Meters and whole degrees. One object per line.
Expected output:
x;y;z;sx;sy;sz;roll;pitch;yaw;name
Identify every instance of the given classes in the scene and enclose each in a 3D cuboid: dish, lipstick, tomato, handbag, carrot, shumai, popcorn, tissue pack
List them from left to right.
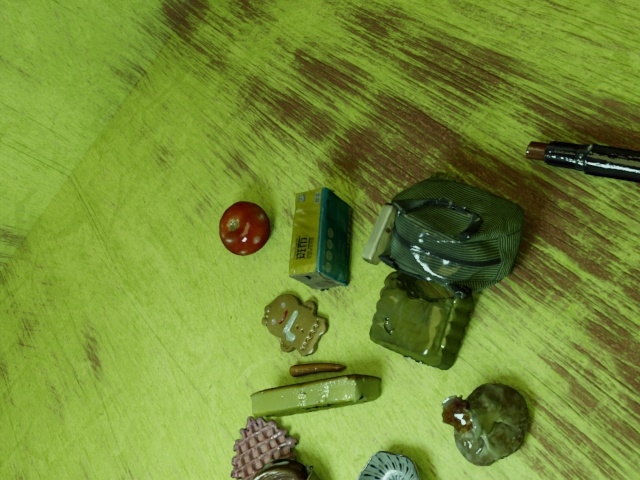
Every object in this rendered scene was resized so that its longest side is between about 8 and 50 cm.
-0.259;-0.039;1.927;0.195;0.136;0.195;-11;69;30;tomato
-0.011;0.381;1.663;0.190;0.037;0.037;-13;65;28;carrot
0.000;0.000;1.706;0.134;0.192;0.271;-7;68;30;tissue pack
0.189;0.630;1.416;0.190;0.066;0.191;-12;68;31;dish
0.322;-0.011;1.437;0.340;0.240;0.247;26;119;33;handbag
0.360;-0.146;1.593;0.097;0.089;0.109;-33;60;33;popcorn
0.382;0.430;1.317;0.209;0.153;0.161;-49;46;12;shumai
0.670;-0.208;1.409;0.299;0.081;0.081;20;84;36;lipstick

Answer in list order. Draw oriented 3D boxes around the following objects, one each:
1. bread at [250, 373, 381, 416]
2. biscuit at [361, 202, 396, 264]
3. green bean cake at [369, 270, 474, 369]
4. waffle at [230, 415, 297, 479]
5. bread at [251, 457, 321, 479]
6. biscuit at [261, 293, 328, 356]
-0.015;0.441;1.578;0.361;0.138;0.077;-18;65;28;bread
0.181;-0.021;1.677;0.052;0.056;0.188;19;84;36;biscuit
0.264;0.204;1.493;0.236;0.124;0.233;15;81;37;green bean cake
-0.168;0.643;1.654;0.234;0.055;0.221;14;82;34;waffle
-0.099;0.703;1.504;0.212;0.142;0.224;33;92;2;bread
-0.087;0.257;1.762;0.249;0.035;0.184;32;91;38;biscuit
